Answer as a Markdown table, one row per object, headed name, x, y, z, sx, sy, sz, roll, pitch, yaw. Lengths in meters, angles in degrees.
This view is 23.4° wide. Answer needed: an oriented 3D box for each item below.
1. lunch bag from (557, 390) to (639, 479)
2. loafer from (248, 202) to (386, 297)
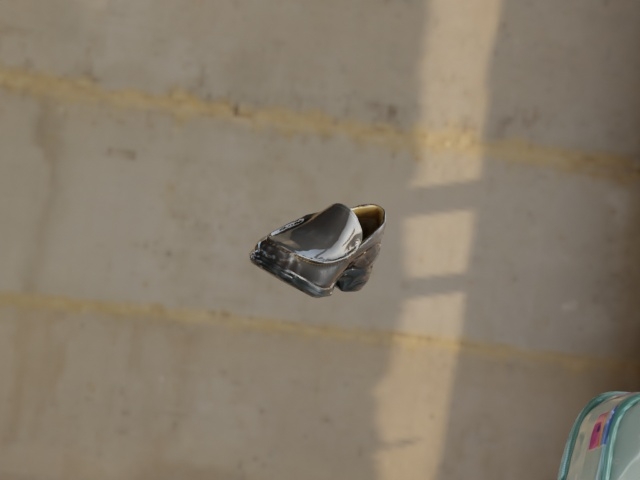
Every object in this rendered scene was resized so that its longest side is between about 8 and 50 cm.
| name | x | y | z | sx | sy | sz | roll | pitch | yaw |
| --- | --- | --- | --- | --- | --- | --- | --- | --- | --- |
| lunch bag | 0.291 | 0.234 | 1.111 | 0.279 | 0.224 | 0.108 | 14 | -8 | -11 |
| loafer | 0.000 | 0.000 | 1.080 | 0.062 | 0.061 | 0.170 | 31 | 12 | 13 |
